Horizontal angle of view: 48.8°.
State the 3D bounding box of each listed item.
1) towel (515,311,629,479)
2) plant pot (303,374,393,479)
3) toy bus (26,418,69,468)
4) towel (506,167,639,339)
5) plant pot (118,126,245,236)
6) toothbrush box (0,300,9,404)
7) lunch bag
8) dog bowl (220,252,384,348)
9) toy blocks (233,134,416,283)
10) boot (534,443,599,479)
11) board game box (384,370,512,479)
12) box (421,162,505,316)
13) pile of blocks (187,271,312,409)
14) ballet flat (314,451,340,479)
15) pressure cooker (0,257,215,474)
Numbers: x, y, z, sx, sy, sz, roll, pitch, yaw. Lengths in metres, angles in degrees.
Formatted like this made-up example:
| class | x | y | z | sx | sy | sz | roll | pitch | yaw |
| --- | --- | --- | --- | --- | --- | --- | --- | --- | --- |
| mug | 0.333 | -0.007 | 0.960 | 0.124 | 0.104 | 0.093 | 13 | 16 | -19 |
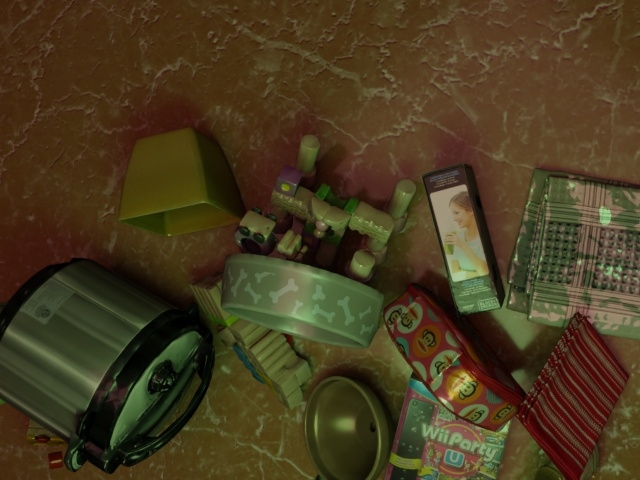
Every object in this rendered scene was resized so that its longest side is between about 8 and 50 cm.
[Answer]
| class | x | y | z | sx | sy | sz | roll | pitch | yaw |
| --- | --- | --- | --- | --- | --- | --- | --- | --- | --- |
| towel | 0.487 | 0.298 | 1.341 | 0.199 | 0.031 | 0.275 | 50 | 61 | -17 |
| plant pot | 0.078 | 0.407 | 1.513 | 0.237 | 0.110 | 0.237 | -8 | 80 | 48 |
| toy bus | -0.617 | 0.456 | 1.731 | 0.202 | 0.191 | 0.104 | 48 | 147 | 9 |
| towel | 0.551 | 0.030 | 1.412 | 0.324 | 0.056 | 0.312 | 11 | 96 | 15 |
| plant pot | -0.309 | -0.132 | 1.571 | 0.212 | 0.212 | 0.187 | -10 | 77 | 16 |
| toothbrush box | -0.725 | 0.257 | 1.658 | 0.122 | 0.283 | 0.206 | 25 | 100 | 12 |
| lunch bag | 0.270 | 0.234 | 1.381 | 0.120 | 0.258 | 0.293 | -46 | 40 | 12 |
| dog bowl | -0.040 | 0.129 | 1.410 | 0.349 | 0.349 | 0.102 | 11 | 76 | 14 |
| toy blocks | 0.000 | 0.000 | 1.465 | 0.289 | 0.309 | 0.260 | 26 | 142 | 5 |
| boot | 0.484 | 0.501 | 1.416 | 0.077 | 0.165 | 0.213 | 29 | 128 | 38 |
| board game box | 0.263 | 0.453 | 1.497 | 0.224 | 0.097 | 0.303 | 14 | 96 | 14 |
| box | 0.292 | -0.005 | 1.425 | 0.087 | 0.169 | 0.290 | -14 | 91 | 18 |
| pile of blocks | -0.145 | 0.208 | 1.603 | 0.113 | 0.149 | 0.362 | -38 | 93 | -29 |
| ballet flat | 0.014 | 0.548 | 1.601 | 0.052 | 0.057 | 0.168 | 27 | 105 | -16 |
| pressure cooker | -0.457 | 0.279 | 1.539 | 0.420 | 0.375 | 0.369 | 27 | 97 | 13 |
